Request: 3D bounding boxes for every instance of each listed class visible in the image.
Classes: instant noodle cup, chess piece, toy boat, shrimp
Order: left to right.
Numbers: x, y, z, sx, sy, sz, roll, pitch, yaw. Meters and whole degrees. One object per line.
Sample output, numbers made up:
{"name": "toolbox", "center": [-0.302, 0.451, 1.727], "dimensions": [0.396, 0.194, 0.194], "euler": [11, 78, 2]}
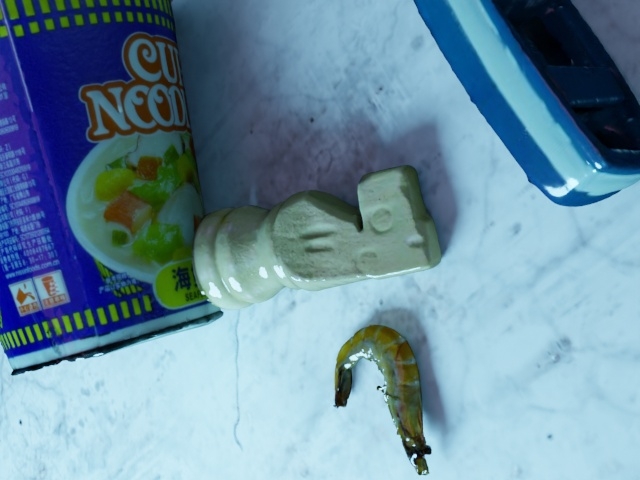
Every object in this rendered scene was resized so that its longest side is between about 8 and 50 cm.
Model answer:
{"name": "instant noodle cup", "center": [-0.221, -0.054, 0.901], "dimensions": [0.284, 0.284, 0.312], "euler": [-17, 89, 41]}
{"name": "chess piece", "center": [0.000, 0.000, 0.818], "dimensions": [0.201, 0.090, 0.090], "euler": [-11, 84, 31]}
{"name": "shrimp", "center": [0.051, 0.131, 0.805], "dimensions": [0.091, 0.025, 0.127], "euler": [-37, 64, 37]}
{"name": "toy boat", "center": [0.120, -0.153, 0.688], "dimensions": [0.061, 0.096, 0.299], "euler": [-48, 59, 42]}
